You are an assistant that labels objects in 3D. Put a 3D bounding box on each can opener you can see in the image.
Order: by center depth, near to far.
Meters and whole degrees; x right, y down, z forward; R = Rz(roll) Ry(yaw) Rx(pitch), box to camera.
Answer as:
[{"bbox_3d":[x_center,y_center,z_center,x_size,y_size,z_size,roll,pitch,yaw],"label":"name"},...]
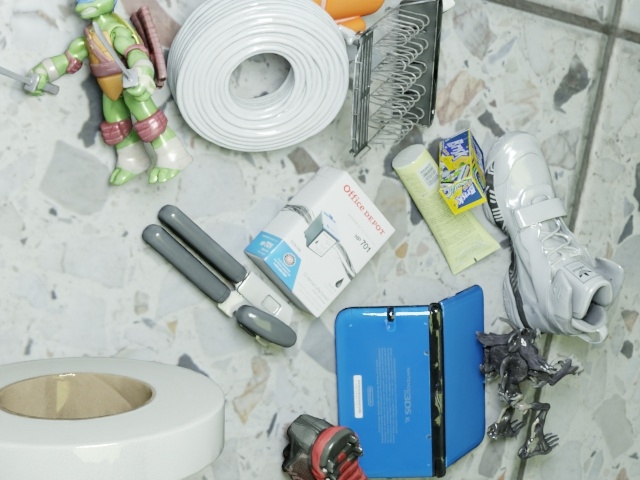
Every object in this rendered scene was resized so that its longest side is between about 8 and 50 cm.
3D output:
[{"bbox_3d":[-0.138,0.060,1.739,0.283,0.095,0.076,44,77,-27],"label":"can opener"}]

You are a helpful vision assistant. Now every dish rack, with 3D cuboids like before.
[{"bbox_3d":[0.110,-0.241,1.737,0.271,0.074,0.208,-47,142,-59],"label":"dish rack"}]

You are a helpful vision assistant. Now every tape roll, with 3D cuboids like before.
[{"bbox_3d":[-0.318,0.233,1.512,0.392,0.392,0.072,-3,101,-27],"label":"tape roll"}]

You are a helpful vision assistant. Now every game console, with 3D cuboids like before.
[{"bbox_3d":[0.157,0.233,1.966,0.250,0.173,0.293,-2,101,4],"label":"game console"}]

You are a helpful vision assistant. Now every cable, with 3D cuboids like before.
[{"bbox_3d":[-0.086,-0.237,1.659,0.257,0.089,0.257,31,117,-36],"label":"cable"}]

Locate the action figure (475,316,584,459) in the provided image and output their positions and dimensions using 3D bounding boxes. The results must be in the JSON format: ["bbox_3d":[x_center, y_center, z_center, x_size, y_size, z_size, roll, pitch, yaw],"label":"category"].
[{"bbox_3d":[0.347,0.228,1.986,0.141,0.164,0.276,-35,133,-39],"label":"action figure"}]

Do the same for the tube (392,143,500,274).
[{"bbox_3d":[0.201,-0.050,1.922,0.240,0.070,0.062,53,51,-26],"label":"tube"}]

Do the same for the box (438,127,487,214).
[{"bbox_3d":[0.226,-0.111,1.860,0.059,0.169,0.054,-25,116,19],"label":"box"}]

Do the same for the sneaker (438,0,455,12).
[{"bbox_3d":[0.219,-0.504,1.826,0.118,0.110,0.292,31,84,-20],"label":"sneaker"}]

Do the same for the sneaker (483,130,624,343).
[{"bbox_3d":[0.391,0.000,1.940,0.137,0.210,0.366,-18,107,-24],"label":"sneaker"}]

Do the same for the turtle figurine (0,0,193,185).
[{"bbox_3d":[-0.300,-0.186,1.558,0.197,0.275,0.266,-17,115,12],"label":"turtle figurine"}]

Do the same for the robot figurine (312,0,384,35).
[{"bbox_3d":[0.011,-0.386,1.721,0.219,0.128,0.158,-16,132,-25],"label":"robot figurine"}]

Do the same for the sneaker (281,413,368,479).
[{"bbox_3d":[0.008,0.378,1.876,0.097,0.135,0.276,-41,139,-29],"label":"sneaker"}]

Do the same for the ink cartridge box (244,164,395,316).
[{"bbox_3d":[0.000,0.000,1.810,0.191,0.082,0.139,-47,116,-11],"label":"ink cartridge box"}]
